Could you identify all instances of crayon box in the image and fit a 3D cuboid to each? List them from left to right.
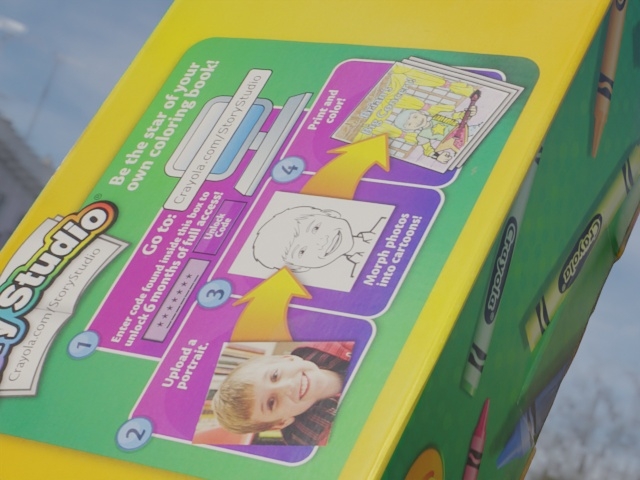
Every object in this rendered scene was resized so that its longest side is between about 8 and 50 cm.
[{"bbox_3d":[0.000,0.000,0.559,0.165,0.278,0.081,8,-38,31],"label":"crayon box"}]
